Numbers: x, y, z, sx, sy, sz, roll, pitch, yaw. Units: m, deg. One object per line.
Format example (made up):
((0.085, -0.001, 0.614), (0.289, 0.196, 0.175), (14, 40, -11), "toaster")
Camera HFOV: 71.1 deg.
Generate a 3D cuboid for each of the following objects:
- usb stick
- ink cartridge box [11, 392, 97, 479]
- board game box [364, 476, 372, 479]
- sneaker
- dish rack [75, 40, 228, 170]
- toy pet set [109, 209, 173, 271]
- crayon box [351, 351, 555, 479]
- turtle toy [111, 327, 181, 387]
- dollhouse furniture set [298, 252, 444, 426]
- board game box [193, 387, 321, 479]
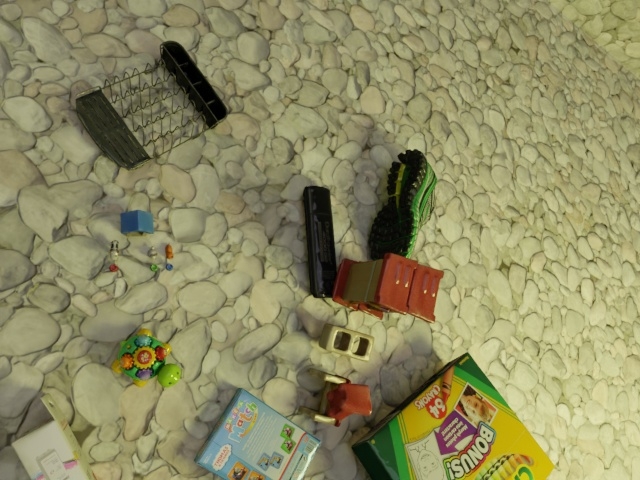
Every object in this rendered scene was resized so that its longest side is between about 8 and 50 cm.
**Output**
((0.000, 0.000, 1.088), (0.077, 0.045, 0.278), (4, 75, -34), "usb stick")
((-0.436, 0.356, 0.734), (0.067, 0.115, 0.198), (-28, 89, -29), "ink cartridge box")
((0.228, 0.600, 1.037), (0.305, 0.053, 0.193), (-17, 84, -29), "board game box")
((0.239, -0.059, 1.175), (0.146, 0.134, 0.344), (30, 74, -39), "sneaker")
((-0.365, -0.284, 0.964), (0.271, 0.074, 0.208), (-38, 94, -29), "dish rack")
((-0.356, 0.002, 0.896), (0.122, 0.065, 0.114), (-1, 77, -27), "toy pet set")
((0.304, 0.486, 1.008), (0.363, 0.106, 0.313), (-27, 72, -32), "crayon box")
((-0.324, 0.231, 0.851), (0.130, 0.066, 0.095), (40, 63, -12), "turtle toy")
((0.108, 0.223, 0.968), (0.152, 0.201, 0.374), (21, 77, -24), "dollhouse furniture set")
((-0.123, 0.429, 0.915), (0.211, 0.039, 0.160), (39, 63, -13), "board game box")
